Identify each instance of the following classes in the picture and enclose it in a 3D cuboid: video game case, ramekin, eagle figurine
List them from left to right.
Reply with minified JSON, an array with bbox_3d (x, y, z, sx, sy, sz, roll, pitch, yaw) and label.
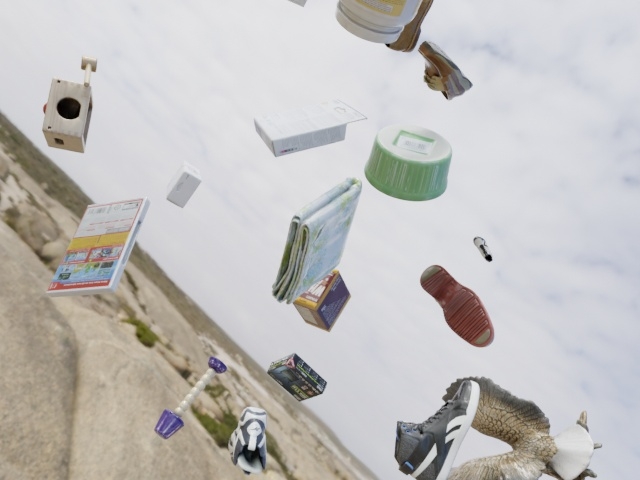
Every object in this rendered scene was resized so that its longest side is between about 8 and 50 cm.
[{"bbox_3d":[-0.570,0.013,1.398,0.204,0.285,0.025,-6,-38,20],"label":"video game case"},{"bbox_3d":[0.314,-0.283,1.897,0.303,0.303,0.148,34,-44,27],"label":"ramekin"},{"bbox_3d":[0.389,0.426,1.101,0.298,0.225,0.226,13,13,12],"label":"eagle figurine"}]

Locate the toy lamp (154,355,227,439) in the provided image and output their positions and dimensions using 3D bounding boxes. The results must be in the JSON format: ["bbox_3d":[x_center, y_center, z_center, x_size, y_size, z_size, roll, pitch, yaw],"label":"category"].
[{"bbox_3d":[-0.398,0.479,1.651,0.080,0.274,0.080,24,-36,19],"label":"toy lamp"}]

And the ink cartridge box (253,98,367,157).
[{"bbox_3d":[-0.042,-0.397,1.874,0.324,0.330,0.071,-123,-158,-60],"label":"ink cartridge box"}]

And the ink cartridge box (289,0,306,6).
[{"bbox_3d":[-0.087,-0.909,1.639,0.226,0.306,0.131,13,42,-25],"label":"ink cartridge box"}]

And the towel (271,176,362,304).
[{"bbox_3d":[0.000,0.000,1.674,0.090,0.374,0.320,30,-54,16],"label":"towel"}]

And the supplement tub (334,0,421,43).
[{"bbox_3d":[0.185,-0.739,1.466,0.241,0.241,0.331,39,-42,13],"label":"supplement tub"}]

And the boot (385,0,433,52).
[{"bbox_3d":[0.291,-0.780,1.784,0.112,0.115,0.305,42,-52,43],"label":"boot"}]

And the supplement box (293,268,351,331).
[{"bbox_3d":[0.004,0.231,2.206,0.129,0.191,0.194,16,-30,33],"label":"supplement box"}]

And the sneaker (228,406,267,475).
[{"bbox_3d":[-0.199,0.580,1.446,0.094,0.235,0.153,18,30,-11],"label":"sneaker"}]

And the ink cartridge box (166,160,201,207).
[{"bbox_3d":[-0.351,-0.145,1.385,0.052,0.088,0.122,33,9,-22],"label":"ink cartridge box"}]

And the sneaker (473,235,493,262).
[{"bbox_3d":[0.572,0.030,1.885,0.109,0.040,0.043,50,18,-15],"label":"sneaker"}]

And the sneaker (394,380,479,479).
[{"bbox_3d":[0.213,0.349,1.033,0.121,0.217,0.079,26,-16,8],"label":"sneaker"}]

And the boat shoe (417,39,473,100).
[{"bbox_3d":[0.426,-0.579,1.901,0.324,0.120,0.122,20,35,-50],"label":"boat shoe"}]

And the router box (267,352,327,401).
[{"bbox_3d":[-0.058,0.339,1.333,0.122,0.038,0.092,46,-48,-14],"label":"router box"}]

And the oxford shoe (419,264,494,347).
[{"bbox_3d":[0.437,0.205,1.646,0.130,0.123,0.348,39,15,-35],"label":"oxford shoe"}]

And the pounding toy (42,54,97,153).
[{"bbox_3d":[-0.571,-0.328,1.227,0.094,0.206,0.181,9,-10,-20],"label":"pounding toy"}]
